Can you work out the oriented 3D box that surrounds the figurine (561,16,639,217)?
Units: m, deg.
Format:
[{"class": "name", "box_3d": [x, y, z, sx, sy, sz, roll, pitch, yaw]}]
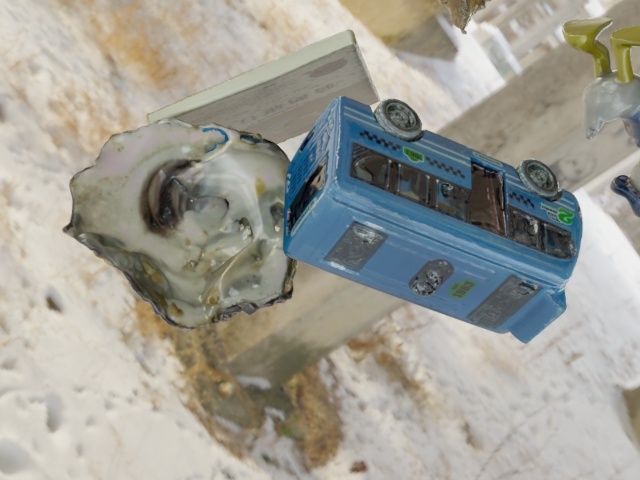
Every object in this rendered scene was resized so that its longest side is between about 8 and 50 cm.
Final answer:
[{"class": "figurine", "box_3d": [0.551, -0.204, 1.605, 0.204, 0.283, 0.338, -136, -144, -59]}]

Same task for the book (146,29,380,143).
[{"class": "book", "box_3d": [-0.046, -0.148, 1.058, 0.310, 0.217, 0.021, 13, 56, -82]}]

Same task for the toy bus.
[{"class": "toy bus", "box_3d": [0.096, -0.014, 0.801, 0.246, 0.113, 0.134, 21, 46, -17]}]

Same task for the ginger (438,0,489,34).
[{"class": "ginger", "box_3d": [0.200, -0.396, 1.306, 0.133, 0.214, 0.059, 31, -6, 2]}]

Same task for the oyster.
[{"class": "oyster", "box_3d": [-0.115, -0.022, 0.885, 0.223, 0.083, 0.214, 34, 56, -11]}]
